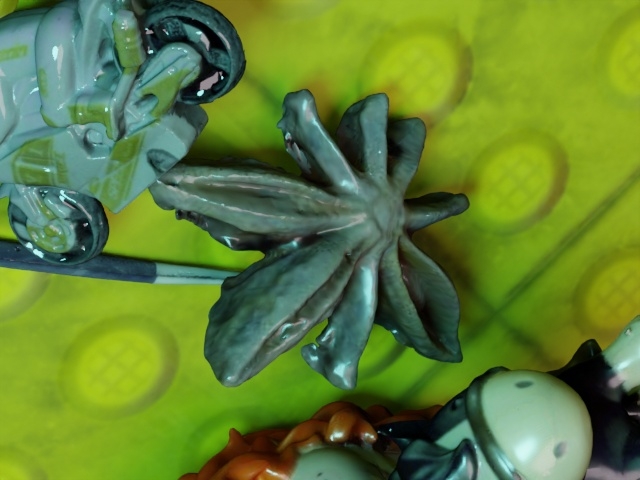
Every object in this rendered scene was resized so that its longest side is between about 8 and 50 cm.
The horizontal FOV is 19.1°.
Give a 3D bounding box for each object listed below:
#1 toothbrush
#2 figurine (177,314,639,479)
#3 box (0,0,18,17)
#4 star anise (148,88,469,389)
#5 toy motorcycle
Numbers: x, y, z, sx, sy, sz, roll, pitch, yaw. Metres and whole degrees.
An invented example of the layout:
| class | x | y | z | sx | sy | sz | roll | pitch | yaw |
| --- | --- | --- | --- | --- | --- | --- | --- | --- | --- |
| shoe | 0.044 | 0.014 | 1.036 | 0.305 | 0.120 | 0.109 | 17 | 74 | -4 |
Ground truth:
| class | x | y | z | sx | sy | sz | roll | pitch | yaw |
| --- | --- | --- | --- | --- | --- | --- | --- | --- | --- |
| toothbrush | -0.130 | 0.019 | 1.244 | 0.288 | 0.024 | 0.026 | 9 | 129 | -31 |
| figurine | 0.080 | 0.186 | 1.265 | 0.411 | 0.241 | 0.306 | -32 | 174 | 33 |
| box | -0.186 | -0.205 | 1.025 | 0.023 | 0.087 | 0.155 | -35 | 154 | -48 |
| star anise | -0.004 | 0.000 | 1.238 | 0.257 | 0.110 | 0.198 | -7 | 98 | -40 |
| toy motorcycle | -0.149 | -0.085 | 1.109 | 0.152 | 0.073 | 0.225 | 37 | 128 | -8 |
